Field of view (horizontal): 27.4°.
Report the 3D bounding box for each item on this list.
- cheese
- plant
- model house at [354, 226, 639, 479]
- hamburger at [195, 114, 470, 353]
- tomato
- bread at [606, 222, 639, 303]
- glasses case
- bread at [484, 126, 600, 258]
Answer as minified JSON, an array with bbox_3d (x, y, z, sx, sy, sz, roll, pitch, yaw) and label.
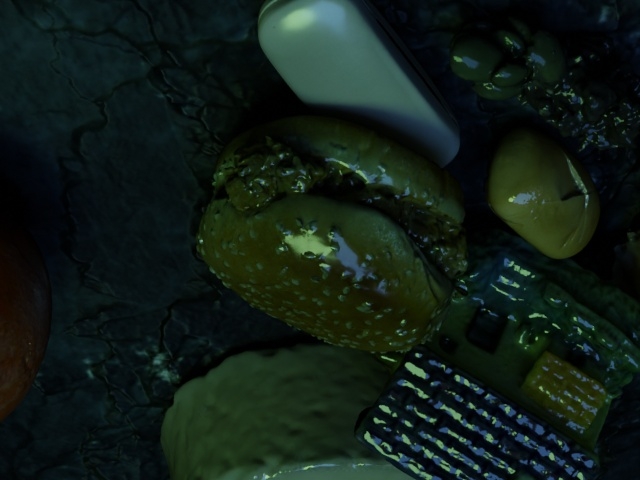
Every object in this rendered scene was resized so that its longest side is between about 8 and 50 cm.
[{"bbox_3d":[0.000,0.250,1.239,0.292,0.153,0.332,-3,134,-7],"label":"cheese"},{"bbox_3d":[0.168,-0.118,0.956,0.174,0.085,0.087,19,105,-20],"label":"plant"},{"bbox_3d":[0.136,0.125,1.054,0.194,0.211,0.170,33,136,-1],"label":"model house"},{"bbox_3d":[0.000,0.000,0.977,0.215,0.122,0.189,32,152,-33],"label":"hamburger"},{"bbox_3d":[-0.297,0.050,0.941,0.208,0.208,0.184,2,130,-12],"label":"tomato"},{"bbox_3d":[0.404,0.048,1.043,0.279,0.248,0.315,0,148,-17],"label":"bread"},{"bbox_3d":[0.031,-0.112,0.947,0.081,0.051,0.204,-21,137,22],"label":"glasses case"},{"bbox_3d":[0.181,-0.038,1.027,0.056,0.082,0.115,-5,145,47],"label":"bread"}]
